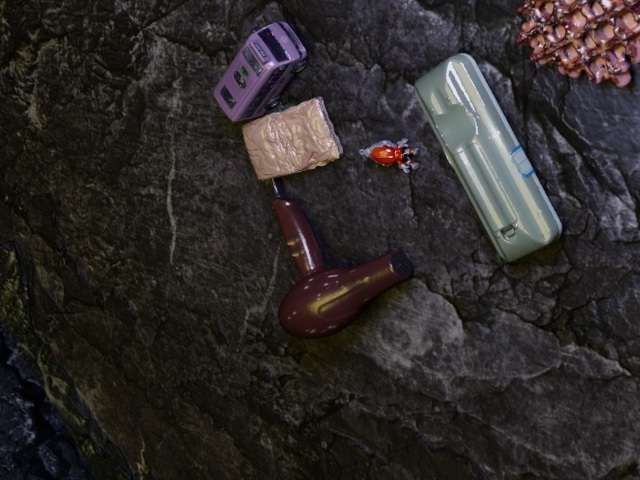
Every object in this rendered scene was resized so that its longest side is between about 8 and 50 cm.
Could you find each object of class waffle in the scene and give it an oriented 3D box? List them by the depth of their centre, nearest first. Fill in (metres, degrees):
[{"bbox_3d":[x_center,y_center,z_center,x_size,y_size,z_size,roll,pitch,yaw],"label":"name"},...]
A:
[{"bbox_3d":[0.373,-0.335,1.551,0.221,0.055,0.234,29,133,34],"label":"waffle"}]

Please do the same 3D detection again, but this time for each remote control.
[{"bbox_3d":[0.261,-0.129,1.764,0.128,0.065,0.335,-33,84,53],"label":"remote control"}]

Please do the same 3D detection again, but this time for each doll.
[{"bbox_3d":[0.120,-0.153,1.927,0.114,0.039,0.057,12,150,30],"label":"doll"}]

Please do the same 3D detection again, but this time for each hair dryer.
[{"bbox_3d":[0.000,0.000,2.112,0.312,0.123,0.340,-36,71,39],"label":"hair dryer"}]

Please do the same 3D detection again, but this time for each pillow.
[{"bbox_3d":[-0.060,-0.188,2.098,0.232,0.043,0.126,-13,100,43],"label":"pillow"}]

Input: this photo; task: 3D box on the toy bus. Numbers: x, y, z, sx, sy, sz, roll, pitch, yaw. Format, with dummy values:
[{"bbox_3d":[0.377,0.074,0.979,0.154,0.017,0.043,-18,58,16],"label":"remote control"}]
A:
[{"bbox_3d":[-0.115,-0.312,2.049,0.096,0.108,0.199,56,139,11],"label":"toy bus"}]
